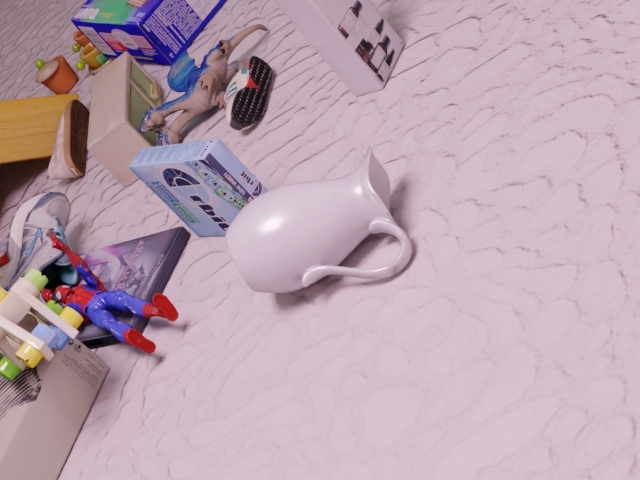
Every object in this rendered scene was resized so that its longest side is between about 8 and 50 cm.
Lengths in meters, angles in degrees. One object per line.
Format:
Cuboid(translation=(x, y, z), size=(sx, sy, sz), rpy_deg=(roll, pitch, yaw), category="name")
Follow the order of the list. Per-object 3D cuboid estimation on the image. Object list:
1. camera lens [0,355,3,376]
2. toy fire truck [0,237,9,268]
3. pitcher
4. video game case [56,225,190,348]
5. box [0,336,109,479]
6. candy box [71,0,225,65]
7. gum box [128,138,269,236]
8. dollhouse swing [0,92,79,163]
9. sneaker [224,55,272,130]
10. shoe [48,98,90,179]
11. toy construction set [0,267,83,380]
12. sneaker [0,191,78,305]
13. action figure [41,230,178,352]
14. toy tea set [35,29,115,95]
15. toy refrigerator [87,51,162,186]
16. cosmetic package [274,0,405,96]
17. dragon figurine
Cuboid(translation=(-0.567, 0.231, 1.731), size=(0.219, 0.219, 0.274), rpy_deg=(-9, 45, 44), category="camera lens")
Cuboid(translation=(-0.617, 0.080, 2.007), size=(0.253, 0.169, 0.302), rpy_deg=(-24, 13, 3), category="toy fire truck")
Cuboid(translation=(0.000, 0.000, 1.472), size=(0.207, 0.125, 0.178), rpy_deg=(-26, 49, 8), category="pitcher")
Cuboid(translation=(-0.329, 0.082, 1.832), size=(0.274, 0.026, 0.196), rpy_deg=(-14, 41, 41), category="video game case")
Cuboid(translation=(-0.395, 0.259, 1.621), size=(0.113, 0.094, 0.275), rpy_deg=(-15, 40, 36), category="box")
Cuboid(translation=(-0.301, -0.507, 2.412), size=(0.268, 0.122, 0.317), rpy_deg=(15, 62, 49), category="candy box")
Cuboid(translation=(-0.156, -0.070, 1.685), size=(0.184, 0.157, 0.041), rpy_deg=(-1, 50, 50), category="gum box")
Cuboid(translation=(-0.655, -0.104, 2.406), size=(0.346, 0.305, 0.315), rpy_deg=(-9, 4, 45), category="dollhouse swing")
Cuboid(translation=(-0.125, -0.222, 1.951), size=(0.075, 0.057, 0.161), rpy_deg=(-39, 28, 42), category="sneaker")
Cuboid(translation=(-0.471, -0.188, 2.278), size=(0.058, 0.076, 0.219), rpy_deg=(-27, 36, 17), category="shoe")
Cuboid(translation=(-0.459, 0.051, 1.595), size=(0.151, 0.328, 0.215), rpy_deg=(-39, -6, -19), category="toy construction set")
Cuboid(translation=(-0.424, 0.034, 1.906), size=(0.122, 0.110, 0.283), rpy_deg=(-8, 45, 19), category="sneaker")
Cuboid(translation=(-0.323, 0.071, 1.690), size=(0.280, 0.139, 0.091), rpy_deg=(6, 55, 55), category="action figure")
Cuboid(translation=(-0.482, -0.458, 2.574), size=(0.200, 0.124, 0.336), rpy_deg=(7, 57, 52), category="toy tea set")
Cuboid(translation=(-0.336, -0.219, 2.135), size=(0.094, 0.102, 0.269), rpy_deg=(-35, 31, 14), category="toy refrigerator")
Cuboid(translation=(0.018, -0.323, 1.714), size=(0.060, 0.239, 0.099), rpy_deg=(-12, 43, 43), category="cosmetic package")
Cuboid(translation=(-0.201, -0.272, 2.057), size=(0.144, 0.085, 0.289), rpy_deg=(-9, 46, 43), category="dragon figurine")
